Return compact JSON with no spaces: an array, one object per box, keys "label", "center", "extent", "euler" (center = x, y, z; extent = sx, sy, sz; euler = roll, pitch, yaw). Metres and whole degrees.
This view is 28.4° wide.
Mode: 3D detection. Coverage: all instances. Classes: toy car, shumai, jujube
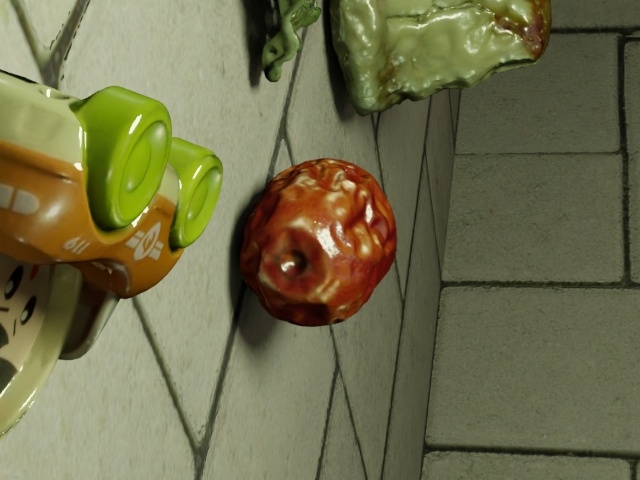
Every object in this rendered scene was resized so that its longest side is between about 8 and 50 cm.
[{"label":"toy car","center":[-0.174,0.013,0.724],"extent":[0.235,0.145,0.235],"euler":[21,90,-77]},{"label":"shumai","center":[0.188,-0.367,1.926],"extent":[0.397,0.323,0.324],"euler":[-71,160,-58]},{"label":"jujube","center":[0.000,0.000,1.411],"extent":[0.250,0.174,0.174],"euler":[-53,142,-75]}]

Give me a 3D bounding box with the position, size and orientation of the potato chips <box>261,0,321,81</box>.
[{"label":"potato chips","center":[-0.023,-0.389,1.458],"extent":[0.389,0.097,0.373],"euler":[-72,158,-58]}]
